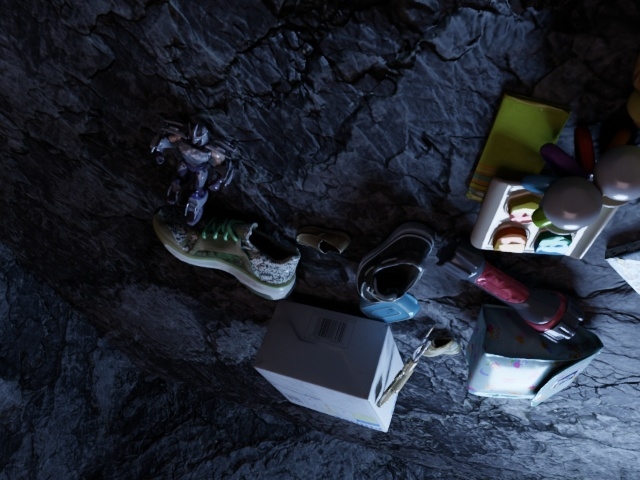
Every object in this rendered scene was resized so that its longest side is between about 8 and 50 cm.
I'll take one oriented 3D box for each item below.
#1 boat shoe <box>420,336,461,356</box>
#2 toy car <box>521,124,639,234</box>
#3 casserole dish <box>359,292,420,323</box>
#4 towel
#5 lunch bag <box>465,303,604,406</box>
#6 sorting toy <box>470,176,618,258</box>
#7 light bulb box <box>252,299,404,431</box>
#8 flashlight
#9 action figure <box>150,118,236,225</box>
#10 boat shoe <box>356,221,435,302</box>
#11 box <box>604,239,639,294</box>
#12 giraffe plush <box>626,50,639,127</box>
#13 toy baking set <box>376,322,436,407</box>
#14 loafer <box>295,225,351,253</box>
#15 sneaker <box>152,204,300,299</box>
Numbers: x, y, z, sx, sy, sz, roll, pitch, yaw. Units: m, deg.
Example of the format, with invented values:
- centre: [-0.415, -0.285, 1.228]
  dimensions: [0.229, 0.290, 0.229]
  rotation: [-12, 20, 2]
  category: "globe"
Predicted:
- centre: [0.328, 0.292, 1.436]
  dimensions: [0.135, 0.050, 0.045]
  rotation: [-21, 114, 46]
  category: "boat shoe"
- centre: [0.382, -0.095, 0.754]
  dimensions: [0.182, 0.159, 0.136]
  rotation: [-33, 77, 17]
  category: "toy car"
- centre: [0.181, 0.182, 1.385]
  dimensions: [0.114, 0.037, 0.188]
  rotation: [39, 144, -21]
  category: "casserole dish"
- centre: [0.319, -0.135, 0.851]
  dimensions: [0.102, 0.021, 0.237]
  rotation: [17, 147, 11]
  category: "towel"
- centre: [0.489, 0.275, 1.199]
  dimensions: [0.262, 0.160, 0.223]
  rotation: [7, 142, 7]
  category: "lunch bag"
- centre: [0.389, -0.030, 0.910]
  dimensions: [0.208, 0.038, 0.193]
  rotation: [8, 145, 7]
  category: "sorting toy"
- centre: [0.043, 0.386, 1.563]
  dimensions: [0.357, 0.225, 0.361]
  rotation: [10, 152, 22]
  category: "light bulb box"
- centre: [0.391, 0.097, 1.063]
  dimensions: [0.304, 0.103, 0.103]
  rotation: [31, 121, -8]
  category: "flashlight"
- centre: [-0.287, -0.162, 1.157]
  dimensions: [0.185, 0.099, 0.285]
  rotation: [33, 144, 2]
  category: "action figure"
- centre: [0.150, 0.081, 1.182]
  dimensions: [0.121, 0.119, 0.335]
  rotation: [25, 148, 1]
  category: "boat shoe"
- centre: [0.596, 0.052, 0.923]
  dimensions: [0.137, 0.027, 0.094]
  rotation: [38, 145, -18]
  category: "box"
- centre: [0.472, -0.146, 0.591]
  dimensions: [0.181, 0.170, 0.210]
  rotation: [38, 146, -19]
  category: "giraffe plush"
- centre: [0.239, 0.345, 1.385]
  dimensions: [0.030, 0.256, 0.197]
  rotation: [36, 157, 16]
  category: "toy baking set"
- centre: [0.000, 0.000, 1.232]
  dimensions: [0.148, 0.050, 0.056]
  rotation: [3, 141, 31]
  category: "loafer"
- centre: [-0.223, -0.010, 1.316]
  dimensions: [0.410, 0.158, 0.182]
  rotation: [25, 135, -9]
  category: "sneaker"
